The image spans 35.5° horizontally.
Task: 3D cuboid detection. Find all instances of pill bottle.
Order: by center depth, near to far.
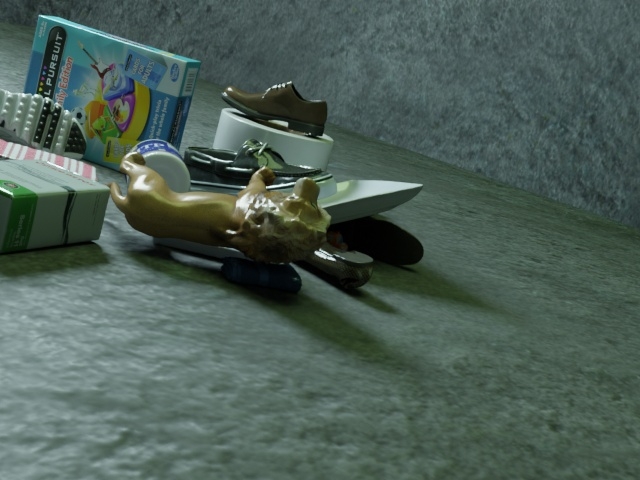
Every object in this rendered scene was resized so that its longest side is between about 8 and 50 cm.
[{"bbox_3d":[-0.301,-0.124,1.823,0.112,0.112,0.187,12,13,-17],"label":"pill bottle"}]

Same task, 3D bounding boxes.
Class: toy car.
[{"bbox_3d":[0.000,0.000,1.832,0.060,0.041,0.122,27,16,40],"label":"toy car"}]

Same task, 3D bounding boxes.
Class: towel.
[{"bbox_3d":[-0.090,0.050,1.531,0.119,0.029,0.067,11,15,-24],"label":"towel"},{"bbox_3d":[-0.504,-0.136,1.822,0.197,0.029,0.144,15,12,-15],"label":"towel"}]

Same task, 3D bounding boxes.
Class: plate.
[{"bbox_3d":[0.013,-0.067,1.889,0.277,0.045,0.278,-13,10,-26],"label":"plate"}]

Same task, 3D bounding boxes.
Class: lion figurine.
[{"bbox_3d":[-0.178,-0.043,1.538,0.392,0.142,0.240,-1,20,3],"label":"lion figurine"}]

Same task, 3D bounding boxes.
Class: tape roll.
[{"bbox_3d":[-0.110,-0.163,2.099,0.246,0.169,0.246,16,13,-4],"label":"tape roll"}]

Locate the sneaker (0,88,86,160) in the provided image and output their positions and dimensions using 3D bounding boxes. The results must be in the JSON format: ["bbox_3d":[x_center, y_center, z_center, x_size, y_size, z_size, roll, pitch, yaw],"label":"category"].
[{"bbox_3d":[-0.596,-0.229,1.938,0.292,0.110,0.118,24,-27,-18],"label":"sneaker"}]

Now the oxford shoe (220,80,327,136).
[{"bbox_3d":[-0.093,-0.290,2.066,0.227,0.096,0.083,15,14,3],"label":"oxford shoe"}]

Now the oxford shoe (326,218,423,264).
[{"bbox_3d":[0.108,-0.008,1.934,0.212,0.076,0.076,20,8,22],"label":"oxford shoe"}]

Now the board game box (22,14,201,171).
[{"bbox_3d":[-0.435,-0.286,2.028,0.336,0.254,0.079,19,13,13],"label":"board game box"}]

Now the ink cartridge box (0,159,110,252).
[{"bbox_3d":[-0.425,-0.054,1.423,0.153,0.087,0.208,22,15,24],"label":"ink cartridge box"}]

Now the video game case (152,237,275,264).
[{"bbox_3d":[-0.178,-0.005,1.674,0.201,0.023,0.183,13,13,-10],"label":"video game case"}]

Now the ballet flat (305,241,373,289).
[{"bbox_3d":[0.000,0.029,1.700,0.084,0.058,0.250,-8,20,-38],"label":"ballet flat"}]

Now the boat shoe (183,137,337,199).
[{"bbox_3d":[-0.128,-0.129,1.856,0.335,0.119,0.121,3,13,26],"label":"boat shoe"}]
